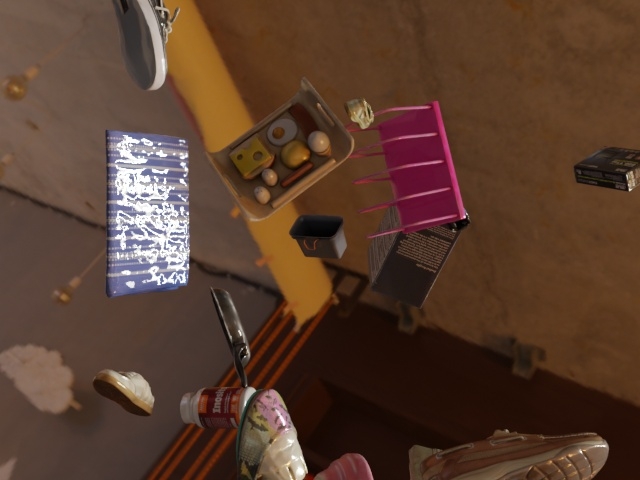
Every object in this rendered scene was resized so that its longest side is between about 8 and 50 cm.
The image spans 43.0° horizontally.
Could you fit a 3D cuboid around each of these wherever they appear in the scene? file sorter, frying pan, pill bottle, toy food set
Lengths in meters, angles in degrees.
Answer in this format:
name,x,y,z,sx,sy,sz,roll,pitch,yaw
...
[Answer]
name,x,y,z,sx,sy,sz,roll,pitch,yaw
file sorter,0.185,-0.163,1.957,0.202,0.182,0.290,-16,-93,50
frying pan,-0.184,0.186,1.691,0.326,0.053,0.197,171,-100,-79
pill bottle,-0.209,0.348,1.685,0.152,0.086,0.086,-5,-42,19
toy food set,-0.101,-0.215,1.898,0.219,0.306,0.092,54,0,21

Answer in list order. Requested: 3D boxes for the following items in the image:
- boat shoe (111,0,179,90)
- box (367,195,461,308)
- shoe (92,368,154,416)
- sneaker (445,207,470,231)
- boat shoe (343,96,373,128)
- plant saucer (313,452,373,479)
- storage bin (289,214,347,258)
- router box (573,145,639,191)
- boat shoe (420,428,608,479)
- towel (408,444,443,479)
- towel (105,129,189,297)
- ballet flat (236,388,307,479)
name,x,y,z,sx,sy,sz,roll,pitch,yaw
boat shoe,-0.341,-0.435,1.602,0.113,0.105,0.306,-36,-112,41
box,0.284,0.001,2.518,0.183,0.296,0.294,21,-66,-8
shoe,-0.370,0.278,1.541,0.077,0.058,0.219,10,-25,12
sneaker,0.367,-0.056,2.159,0.085,0.058,0.152,37,16,32
boat shoe,0.094,-0.283,1.777,0.056,0.048,0.153,67,15,11
plant saucer,0.029,0.573,1.542,0.084,0.332,0.332,7,-23,-11
storage bin,0.000,0.000,2.062,0.135,0.098,0.091,2,-47,29
router box,0.542,-0.133,1.487,0.122,0.092,0.038,19,-45,56
boat shoe,0.311,0.354,1.306,0.116,0.325,0.123,-122,-150,-50
towel,0.328,0.553,1.602,0.312,0.324,0.056,10,-59,-2
towel,-0.363,-0.055,1.696,0.040,0.335,0.243,3,4,31
ballet flat,-0.059,0.274,0.919,0.079,0.077,0.221,27,-65,34
